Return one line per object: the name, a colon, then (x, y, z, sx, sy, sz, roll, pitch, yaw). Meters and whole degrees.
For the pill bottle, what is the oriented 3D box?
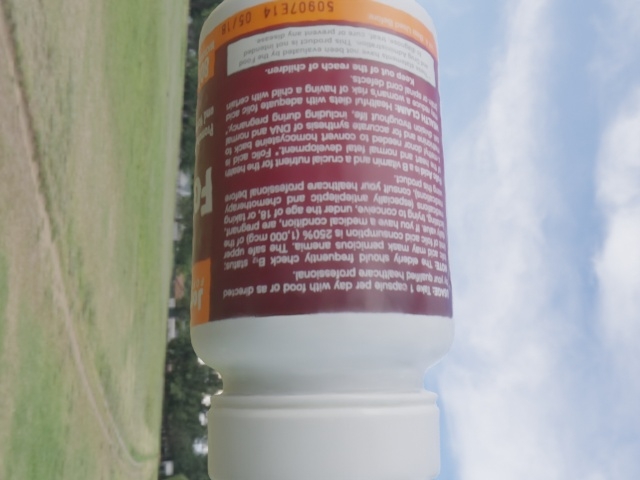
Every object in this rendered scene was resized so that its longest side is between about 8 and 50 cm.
pill bottle: (0.000, 0.000, 0.562, 0.224, 0.224, 0.392, 137, -46, -71)
